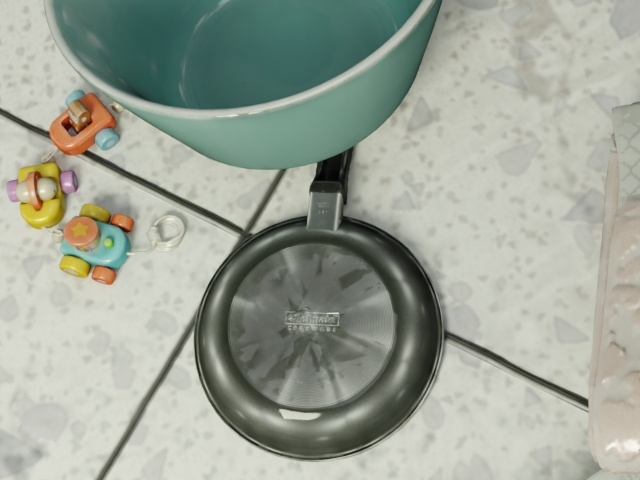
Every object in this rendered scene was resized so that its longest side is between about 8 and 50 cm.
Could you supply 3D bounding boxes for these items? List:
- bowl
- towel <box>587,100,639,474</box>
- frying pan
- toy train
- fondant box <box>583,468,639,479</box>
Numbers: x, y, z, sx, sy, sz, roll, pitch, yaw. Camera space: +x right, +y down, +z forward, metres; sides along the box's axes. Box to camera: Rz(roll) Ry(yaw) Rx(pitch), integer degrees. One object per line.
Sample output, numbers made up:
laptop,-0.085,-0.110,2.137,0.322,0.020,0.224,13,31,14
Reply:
bowl,-0.040,-0.179,1.049,0.311,0.163,0.312,-6,60,10
towel,0.346,-0.002,0.899,0.331,0.053,0.317,-12,49,27
frying pan,0.025,0.014,1.052,0.197,0.053,0.326,25,79,15
toy train,-0.190,-0.047,1.102,0.125,0.046,0.166,-34,69,-4
fondant box,0.155,0.324,0.894,0.330,0.096,0.238,-32,69,-5
